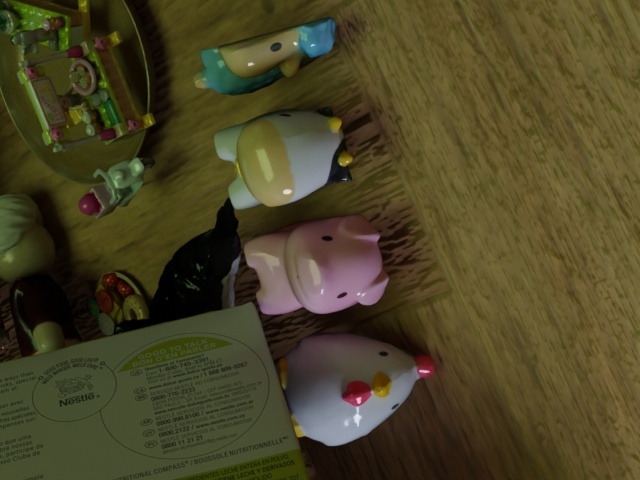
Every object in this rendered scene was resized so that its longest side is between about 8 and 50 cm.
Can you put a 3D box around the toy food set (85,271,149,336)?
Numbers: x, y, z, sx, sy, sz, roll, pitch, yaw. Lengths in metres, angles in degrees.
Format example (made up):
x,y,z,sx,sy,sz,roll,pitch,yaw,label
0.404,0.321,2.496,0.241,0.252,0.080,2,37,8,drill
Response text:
x,y,z,sx,sy,sz,roll,pitch,yaw,label
-0.206,0.073,1.434,0.083,0.020,0.082,49,133,17,toy food set

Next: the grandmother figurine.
x,y,z,sx,sy,sz,roll,pitch,yaw,label
-0.274,0.113,1.454,0.342,0.104,0.208,68,155,6,grandmother figurine

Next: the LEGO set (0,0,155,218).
x,y,z,sx,sy,sz,roll,pitch,yaw,label
-0.263,-0.156,1.290,0.287,0.107,0.132,52,133,15,LEGO set

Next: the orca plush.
x,y,z,sx,sy,sz,roll,pitch,yaw,label
-0.130,0.086,1.256,0.287,0.102,0.151,119,136,-63,orca plush

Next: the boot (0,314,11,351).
x,y,z,sx,sy,sz,roll,pitch,yaw,label
-0.380,0.069,1.448,0.059,0.158,0.084,-20,75,6,boot

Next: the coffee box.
x,y,z,sx,sy,sz,roll,pitch,yaw,label
-0.156,0.306,1.119,0.334,0.338,0.337,-112,10,-47,coffee box

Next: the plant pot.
x,y,z,sx,sy,sz,roll,pitch,yaw,label
-0.236,-0.171,1.359,0.236,0.032,0.236,17,116,38,plant pot

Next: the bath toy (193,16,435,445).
x,y,z,sx,sy,sz,roll,pitch,yaw,label
0.000,0.000,1.146,0.129,0.151,0.348,-13,99,11,bath toy
